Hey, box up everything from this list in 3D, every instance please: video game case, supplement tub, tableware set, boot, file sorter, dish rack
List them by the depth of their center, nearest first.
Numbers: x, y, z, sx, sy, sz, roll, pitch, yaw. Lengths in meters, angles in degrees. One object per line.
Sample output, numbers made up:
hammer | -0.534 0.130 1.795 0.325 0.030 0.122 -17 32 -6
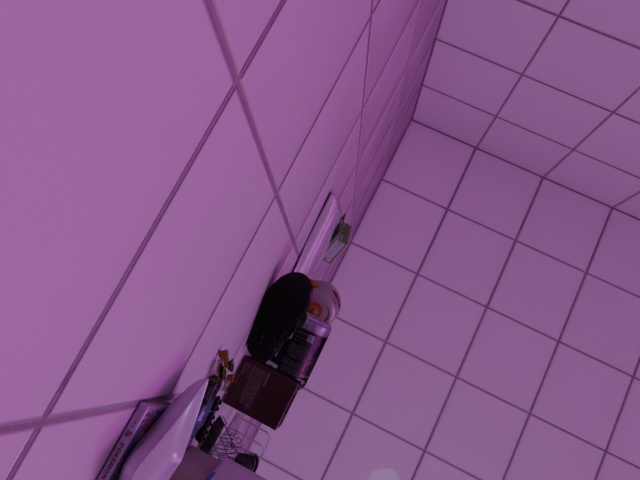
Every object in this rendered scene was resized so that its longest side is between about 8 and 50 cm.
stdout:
video game case | -0.352 0.397 1.059 0.184 0.023 0.201 -63 172 -15
tableware set | -0.247 0.335 1.466 0.154 0.024 0.104 86 5 -55
dish rack | -0.300 0.678 1.693 0.208 0.074 0.271 -61 -150 2
boot | -0.096 0.206 1.780 0.348 0.131 0.260 -56 170 27
file sorter | -0.337 0.875 2.193 0.278 0.173 0.193 -54 168 -57
supplement tub | -0.112 0.451 2.218 0.338 0.207 0.207 -64 173 -3

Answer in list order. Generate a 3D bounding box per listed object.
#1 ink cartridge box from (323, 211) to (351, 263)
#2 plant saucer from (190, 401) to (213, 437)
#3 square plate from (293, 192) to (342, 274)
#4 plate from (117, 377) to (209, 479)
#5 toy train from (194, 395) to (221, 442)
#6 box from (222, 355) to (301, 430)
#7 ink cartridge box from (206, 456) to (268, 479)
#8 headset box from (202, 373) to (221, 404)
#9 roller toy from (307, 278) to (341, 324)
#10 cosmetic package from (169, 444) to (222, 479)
ink cartridge box | 0.073 -0.008 2.282 0.209 0.062 0.109 -52 -164 45
plant saucer | -0.327 0.473 1.499 0.119 0.021 0.119 -63 173 -13
square plate | 0.000 0.000 2.114 0.344 0.049 0.347 -65 173 0
plate | -0.329 0.437 1.095 0.277 0.045 0.278 -69 172 27
toy train | -0.323 0.507 1.584 0.027 0.036 0.158 4 114 -58
box | -0.191 0.504 1.854 0.167 0.203 0.168 -63 172 -11
ink cartridge box | -0.254 0.774 1.467 0.270 0.197 0.198 -66 171 7
headset box | -0.289 0.389 1.447 0.062 0.032 0.083 -64 174 -3
roller toy | -0.014 0.278 2.383 0.209 0.191 0.146 -67 171 21
cosmetic package | -0.405 0.751 1.537 0.310 0.113 0.160 -63 172 -4
